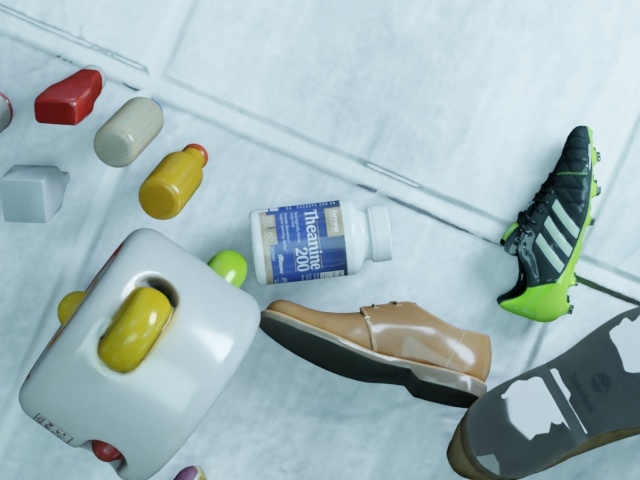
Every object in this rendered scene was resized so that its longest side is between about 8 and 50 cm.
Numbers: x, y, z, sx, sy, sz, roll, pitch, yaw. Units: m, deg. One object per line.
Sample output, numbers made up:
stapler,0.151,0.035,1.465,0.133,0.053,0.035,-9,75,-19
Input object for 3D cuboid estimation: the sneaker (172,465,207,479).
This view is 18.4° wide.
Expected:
sneaker,-0.172,0.270,1.748,0.084,0.069,0.185,28,81,18

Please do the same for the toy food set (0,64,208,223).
toy food set,-0.217,-0.085,1.694,0.232,0.104,0.111,2,113,14

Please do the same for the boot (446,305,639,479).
boot,0.248,0.136,1.746,0.305,0.115,0.112,-18,77,-18

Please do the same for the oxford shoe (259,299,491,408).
oxford shoe,0.049,0.084,1.742,0.212,0.076,0.076,17,70,-7

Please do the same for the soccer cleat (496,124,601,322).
soccer cleat,0.199,-0.016,1.731,0.072,0.060,0.178,10,101,-3

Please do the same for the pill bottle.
pill bottle,0.000,0.000,1.716,0.120,0.067,0.067,-7,99,-2

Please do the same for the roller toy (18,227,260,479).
roller toy,-0.157,0.093,1.656,0.146,0.209,0.191,35,115,-7
